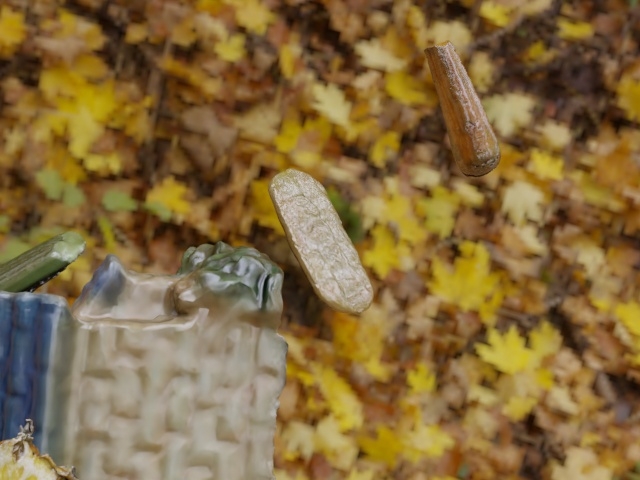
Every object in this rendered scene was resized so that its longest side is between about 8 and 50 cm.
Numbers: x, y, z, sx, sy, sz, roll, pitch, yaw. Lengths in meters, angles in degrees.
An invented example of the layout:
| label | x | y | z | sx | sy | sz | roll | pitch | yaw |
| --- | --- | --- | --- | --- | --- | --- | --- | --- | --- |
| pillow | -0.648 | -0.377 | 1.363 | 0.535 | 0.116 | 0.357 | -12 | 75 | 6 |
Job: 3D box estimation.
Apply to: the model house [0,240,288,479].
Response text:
| label | x | y | z | sx | sy | sz | roll | pitch | yaw |
| --- | --- | --- | --- | --- | --- | --- | --- | --- | --- |
| model house | -0.266 | 0.192 | 1.494 | 0.400 | 0.395 | 0.445 | 2 | 0 | -11 |

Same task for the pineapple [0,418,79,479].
| label | x | y | z | sx | sy | sz | roll | pitch | yaw |
| --- | --- | --- | --- | --- | --- | --- | --- | --- | --- |
| pineapple | -0.255 | 0.234 | 1.090 | 0.047 | 0.221 | 0.221 | -3 | 3 | 43 |

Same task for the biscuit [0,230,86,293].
| label | x | y | z | sx | sy | sz | roll | pitch | yaw |
| --- | --- | --- | --- | --- | --- | --- | --- | --- | --- |
| biscuit | -0.401 | 0.077 | 1.616 | 0.322 | 0.038 | 0.099 | -29 | 16 | 12 |

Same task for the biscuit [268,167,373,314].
| label | x | y | z | sx | sy | sz | roll | pitch | yaw |
| --- | --- | --- | --- | --- | --- | --- | --- | --- | --- |
| biscuit | 0.000 | 0.000 | 1.235 | 0.071 | 0.018 | 0.147 | -1 | 56 | -45 |

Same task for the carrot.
| label | x | y | z | sx | sy | sz | roll | pitch | yaw |
| --- | --- | --- | --- | --- | --- | --- | --- | --- | --- |
| carrot | 0.162 | -0.150 | 1.671 | 0.055 | 0.161 | 0.055 | -18 | 10 | 4 |
